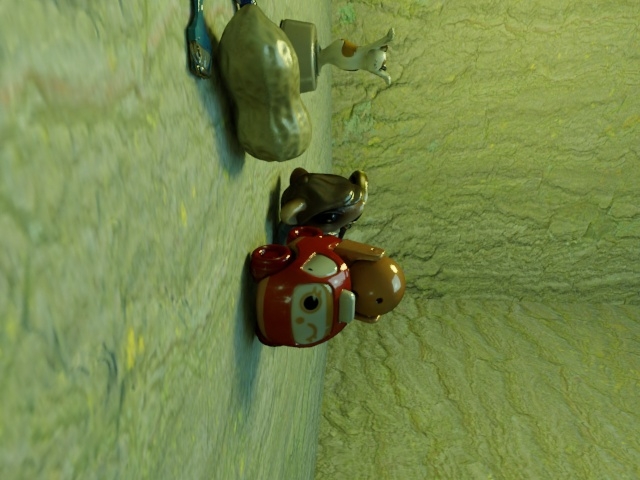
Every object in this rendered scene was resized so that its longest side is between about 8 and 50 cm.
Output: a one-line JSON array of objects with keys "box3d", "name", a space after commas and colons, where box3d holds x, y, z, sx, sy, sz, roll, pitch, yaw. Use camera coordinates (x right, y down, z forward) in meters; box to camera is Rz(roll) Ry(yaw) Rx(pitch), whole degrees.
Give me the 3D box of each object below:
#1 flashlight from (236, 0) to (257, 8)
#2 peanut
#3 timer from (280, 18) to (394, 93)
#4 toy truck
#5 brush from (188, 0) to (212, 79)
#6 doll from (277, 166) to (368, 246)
[{"box3d": [-0.110, -0.348, 0.664, 0.035, 0.057, 0.121, -46, 150, -19], "name": "flashlight"}, {"box3d": [-0.077, -0.199, 0.625, 0.256, 0.124, 0.123, 76, 16, -63], "name": "peanut"}, {"box3d": [0.044, -0.448, 1.073, 0.175, 0.266, 0.175, 1, 90, -85], "name": "timer"}, {"box3d": [0.017, 0.092, 0.810, 0.265, 0.239, 0.189, -36, 132, -52], "name": "toy truck"}, {"box3d": [-0.136, -0.267, 0.491, 0.051, 0.014, 0.164, -67, 156, -80], "name": "brush"}, {"box3d": [0.004, 0.001, 1.047, 0.318, 0.209, 0.339, -65, 160, -61], "name": "doll"}]
